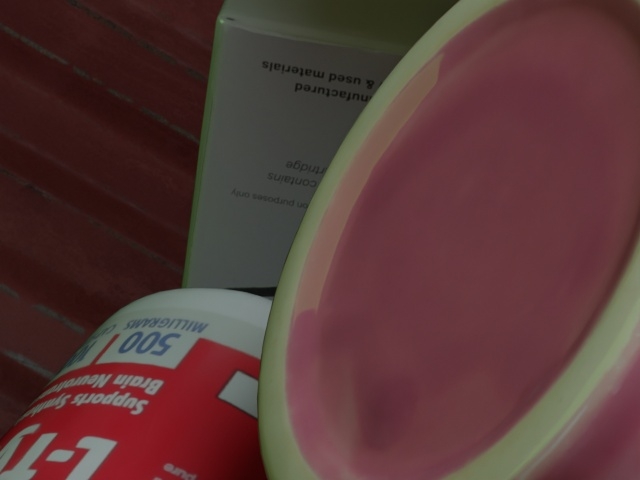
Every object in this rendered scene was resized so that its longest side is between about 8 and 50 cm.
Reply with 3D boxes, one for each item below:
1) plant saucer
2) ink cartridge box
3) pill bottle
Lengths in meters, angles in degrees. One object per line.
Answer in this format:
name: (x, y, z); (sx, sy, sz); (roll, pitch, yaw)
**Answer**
plant saucer: (0.082, 0.012, 0.672); (0.332, 0.084, 0.332); (-40, 34, 35)
ink cartridge box: (0.000, 0.000, 1.227); (0.285, 0.166, 0.395); (-78, -1, -63)
pill bottle: (-0.115, 0.223, 0.867); (0.229, 0.229, 0.407); (-50, 2, 44)
